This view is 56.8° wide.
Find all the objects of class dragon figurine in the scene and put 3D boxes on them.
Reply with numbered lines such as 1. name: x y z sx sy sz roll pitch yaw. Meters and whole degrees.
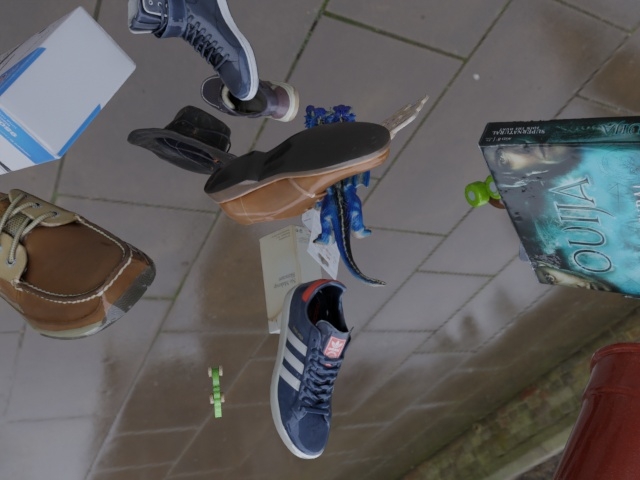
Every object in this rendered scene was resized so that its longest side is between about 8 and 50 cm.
1. dragon figurine: 0.023 -0.073 0.797 0.085 0.289 0.144 -7 133 -1

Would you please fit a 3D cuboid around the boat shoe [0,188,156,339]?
1. boat shoe: -0.308 0.012 0.622 0.324 0.122 0.120 8 142 39

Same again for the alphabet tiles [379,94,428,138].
1. alphabet tiles: 0.137 -0.244 1.423 0.278 0.284 0.021 -31 105 35

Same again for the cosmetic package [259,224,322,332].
1. cosmetic package: -0.086 0.124 1.843 0.160 0.309 0.113 -23 156 38

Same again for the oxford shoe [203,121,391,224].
1. oxford shoe: -0.016 -0.065 0.618 0.212 0.076 0.076 -13 129 30

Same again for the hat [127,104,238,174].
1. hat: -0.340 -0.282 1.584 0.331 0.134 0.331 13 172 2

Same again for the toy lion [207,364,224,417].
1. toy lion: -0.230 0.336 1.313 0.034 0.100 0.096 -4 -177 -11

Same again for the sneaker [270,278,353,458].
1. sneaker: -0.004 0.234 1.146 0.131 0.350 0.148 17 150 -37

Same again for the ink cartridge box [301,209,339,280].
1. ink cartridge box: 0.000 0.000 1.557 0.045 0.179 0.145 -14 137 30

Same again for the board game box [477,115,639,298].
1. board game box: 0.207 -0.018 0.446 0.126 0.026 0.186 6 148 39

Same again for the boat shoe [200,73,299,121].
1. boat shoe: -0.171 -0.313 1.262 0.092 0.285 0.102 -3 111 -50

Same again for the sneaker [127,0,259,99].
1. sneaker: -0.202 -0.311 0.917 0.163 0.226 0.086 -24 178 -41

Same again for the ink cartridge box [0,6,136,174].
1. ink cartridge box: -0.632 -0.304 1.282 0.395 0.285 0.166 -3 140 41

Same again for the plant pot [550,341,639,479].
1. plant pot: 0.420 0.318 0.750 0.265 0.272 0.272 -48 153 -22

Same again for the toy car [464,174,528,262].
1. toy car: 0.411 -0.057 1.194 0.155 0.188 0.149 -20 178 -19
